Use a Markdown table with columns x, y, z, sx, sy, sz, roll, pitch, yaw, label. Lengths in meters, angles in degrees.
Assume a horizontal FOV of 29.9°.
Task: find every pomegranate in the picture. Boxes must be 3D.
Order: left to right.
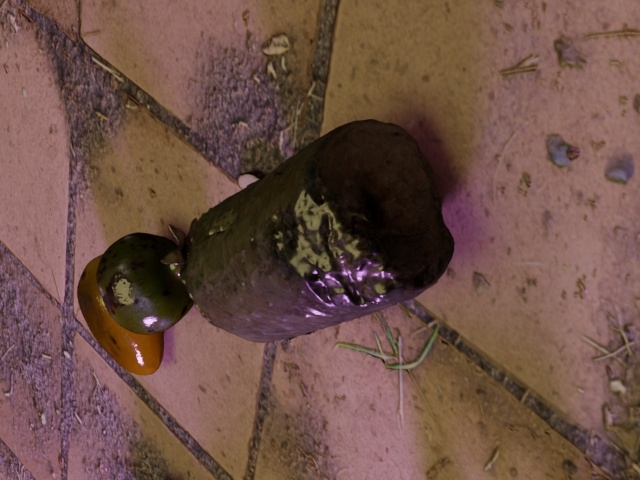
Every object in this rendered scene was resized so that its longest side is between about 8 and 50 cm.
| x | y | z | sx | sy | sz | roll | pitch | yaw | label |
| --- | --- | --- | --- | --- | --- | --- | --- | --- | --- |
| -0.226 | 0.049 | 1.624 | 0.148 | 0.148 | 0.169 | 58 | 135 | 15 | pomegranate |

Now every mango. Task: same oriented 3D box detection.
| x | y | z | sx | sy | sz | roll | pitch | yaw | label |
| --- | --- | --- | --- | --- | --- | --- | --- | --- | --- |
| -0.288 | 0.111 | 1.762 | 0.137 | 0.098 | 0.195 | -8 | 105 | 49 | mango |

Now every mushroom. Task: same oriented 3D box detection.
| x | y | z | sx | sy | sz | roll | pitch | yaw | label |
| --- | --- | --- | --- | --- | --- | --- | --- | --- | --- |
| -0.070 | -0.059 | 1.470 | 0.101 | 0.019 | 0.049 | 33 | 129 | 42 | mushroom |

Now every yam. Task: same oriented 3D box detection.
| x | y | z | sx | sy | sz | roll | pitch | yaw | label |
| --- | --- | --- | --- | --- | --- | --- | --- | --- | --- |
| 0.000 | 0.000 | 1.265 | 0.300 | 0.195 | 0.195 | -26 | 86 | 55 | yam |
